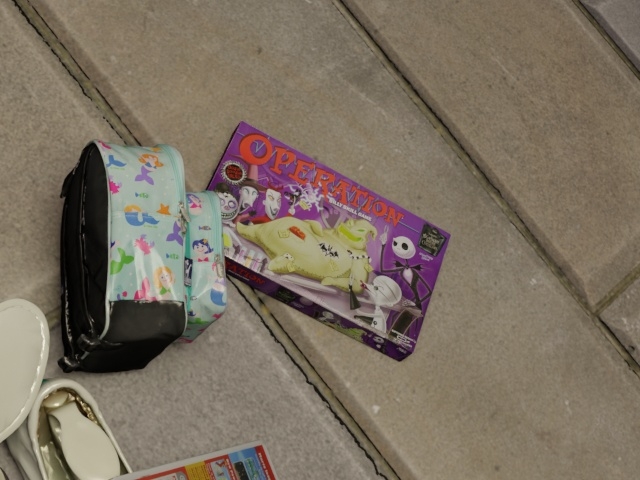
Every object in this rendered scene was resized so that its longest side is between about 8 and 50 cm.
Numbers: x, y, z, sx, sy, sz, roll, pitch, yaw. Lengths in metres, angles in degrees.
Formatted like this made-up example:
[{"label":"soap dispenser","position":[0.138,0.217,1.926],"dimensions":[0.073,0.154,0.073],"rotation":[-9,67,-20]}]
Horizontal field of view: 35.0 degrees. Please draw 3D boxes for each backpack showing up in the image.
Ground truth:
[{"label":"backpack","position":[-0.217,0.011,1.190],"dimensions":[0.191,0.225,0.253],"rotation":[-4,70,-27]}]

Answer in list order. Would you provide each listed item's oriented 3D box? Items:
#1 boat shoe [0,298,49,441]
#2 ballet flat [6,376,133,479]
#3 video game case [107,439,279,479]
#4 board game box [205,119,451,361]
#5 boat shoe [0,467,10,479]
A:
[{"label":"boat shoe","position":[-0.397,0.201,1.060],"dimensions":[0.116,0.099,0.319],"rotation":[36,69,-34]},{"label":"ballet flat","position":[-0.223,0.323,1.098],"dimensions":[0.139,0.139,0.400],"rotation":[-24,78,-31]},{"label":"video game case","position":[-0.109,0.336,1.112],"dimensions":[0.285,0.025,0.204],"rotation":[4,59,-61]},{"label":"board game box","position":[0.000,0.000,1.400],"dimensions":[0.347,0.056,0.208],"rotation":[27,54,-10]},{"label":"boat shoe","position":[-0.340,0.310,1.105],"dimensions":[0.043,0.049,0.137],"rotation":[21,44,-65]}]
